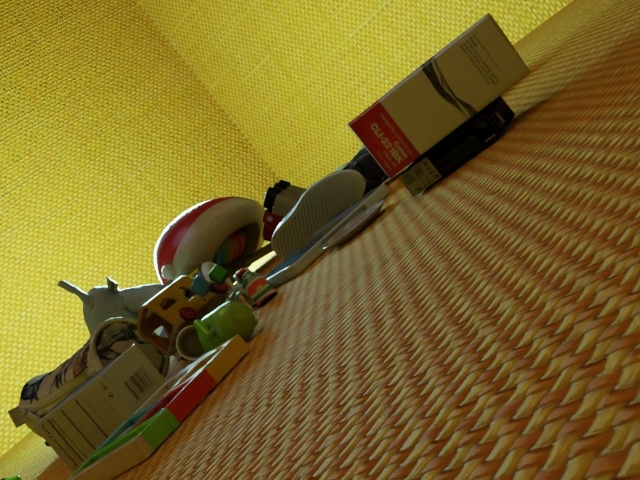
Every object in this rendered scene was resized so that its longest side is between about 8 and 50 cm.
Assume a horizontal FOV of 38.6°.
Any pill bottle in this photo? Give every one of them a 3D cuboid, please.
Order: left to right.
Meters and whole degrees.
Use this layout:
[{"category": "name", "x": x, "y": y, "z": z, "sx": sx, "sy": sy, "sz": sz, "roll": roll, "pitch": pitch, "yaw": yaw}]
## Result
[{"category": "pill bottle", "x": -0.323, "y": 0.156, "z": 2.262, "sx": 0.215, "sy": 0.117, "sz": 0.117, "roll": -38, "pitch": 5, "yaw": 13}]

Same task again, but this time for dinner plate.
[{"category": "dinner plate", "x": 0.063, "y": -0.025, "z": 1.650, "sx": 0.141, "sy": 0.017, "sz": 0.141, "roll": -38, "pitch": 6, "yaw": 4}]

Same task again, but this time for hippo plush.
[{"category": "hippo plush", "x": -0.445, "y": 0.226, "z": 2.091, "sx": 0.235, "sy": 0.236, "sz": 0.294, "roll": -4, "pitch": -14, "yaw": -1}]

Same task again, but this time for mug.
[{"category": "mug", "x": -0.218, "y": 0.182, "z": 1.637, "sx": 0.078, "sy": 0.062, "sz": 0.064, "roll": -16, "pitch": -7, "yaw": -7}]

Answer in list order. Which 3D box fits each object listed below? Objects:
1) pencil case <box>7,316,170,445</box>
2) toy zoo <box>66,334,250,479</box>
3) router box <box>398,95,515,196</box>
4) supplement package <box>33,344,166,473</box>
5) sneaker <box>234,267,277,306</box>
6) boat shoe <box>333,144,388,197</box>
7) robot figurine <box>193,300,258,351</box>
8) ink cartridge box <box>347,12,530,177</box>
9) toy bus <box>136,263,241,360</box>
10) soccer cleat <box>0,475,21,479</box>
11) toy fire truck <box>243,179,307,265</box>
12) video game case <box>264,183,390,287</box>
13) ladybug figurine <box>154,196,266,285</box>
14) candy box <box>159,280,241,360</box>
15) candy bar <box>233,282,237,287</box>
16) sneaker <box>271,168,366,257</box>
[{"category": "pencil case", "x": -0.459, "y": 0.284, "z": 1.817, "sx": 0.184, "sy": 0.159, "sz": 0.410, "roll": -32, "pitch": -1, "yaw": -45}, {"category": "toy zoo", "x": -0.211, "y": 0.228, "z": 1.263, "sx": 0.192, "sy": 0.030, "sz": 0.293, "roll": -35, "pitch": 6, "yaw": 38}, {"category": "router box", "x": 0.222, "y": -0.154, "z": 1.481, "sx": 0.179, "sy": 0.046, "sz": 0.133, "roll": -36, "pitch": 5, "yaw": 30}, {"category": "supplement package", "x": -0.337, "y": 0.264, "z": 1.428, "sx": 0.179, "sy": 0.105, "sz": 0.105, "roll": -36, "pitch": 7, "yaw": 29}, {"category": "sneaker", "x": -0.129, "y": 0.082, "z": 1.735, "sx": 0.057, "sy": 0.075, "sz": 0.161, "roll": -40, "pitch": 5, "yaw": -9}, {"category": "boat shoe", "x": 0.095, "y": -0.144, "z": 2.097, "sx": 0.285, "sy": 0.103, "sz": 0.092, "roll": -27, "pitch": 31, "yaw": 59}, {"category": "robot figurine", "x": -0.146, "y": 0.135, "z": 1.417, "sx": 0.101, "sy": 0.067, "sz": 0.115, "roll": -12, "pitch": -15, "yaw": -40}, {"category": "ink cartridge box", "x": 0.193, "y": -0.235, "z": 1.480, "sx": 0.273, "sy": 0.114, "sz": 0.197, "roll": -38, "pitch": 3, "yaw": 14}, {"category": "toy bus", "x": -0.254, "y": 0.119, "z": 1.724, "sx": 0.191, "sy": 0.104, "sz": 0.202, "roll": -56, "pitch": -14, "yaw": -5}, {"category": "soccer cleat", "x": -0.665, "y": 0.518, "z": 1.863, "sx": 0.179, "sy": 0.060, "sz": 0.072, "roll": -26, "pitch": 3, "yaw": 42}, {"category": "toy fire truck", "x": -0.115, "y": -0.026, "z": 2.438, "sx": 0.217, "sy": 0.159, "sz": 0.246, "roll": -53, "pitch": -22, "yaw": -75}, {"category": "video game case", "x": 0.000, "y": 0.000, "z": 1.847, "sx": 0.285, "sy": 0.025, "sz": 0.204, "roll": -41, "pitch": 6, "yaw": -32}, {"category": "ladybug figurine", "x": -0.305, "y": 0.014, "z": 2.475, "sx": 0.449, "sy": 0.162, "sz": 0.305, "roll": -27, "pitch": -39, "yaw": -63}, {"category": "candy box", "x": -0.254, "y": 0.163, "z": 1.958, "sx": 0.165, "sy": 0.070, "sz": 0.196, "roll": -39, "pitch": 5, "yaw": 0}, {"category": "candy bar", "x": -0.238, "y": 0.134, "z": 2.442, "sx": 0.161, "sy": 0.018, "sz": 0.040, "roll": -33, "pitch": 7, "yaw": 46}, {"category": "sneaker", "x": 0.003, "y": -0.090, "z": 2.092, "sx": 0.282, "sy": 0.102, "sz": 0.161, "roll": -37, "pitch": 10, "yaw": 30}]
